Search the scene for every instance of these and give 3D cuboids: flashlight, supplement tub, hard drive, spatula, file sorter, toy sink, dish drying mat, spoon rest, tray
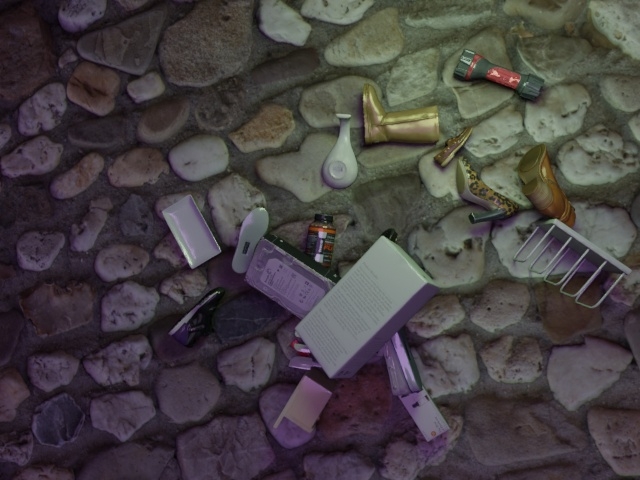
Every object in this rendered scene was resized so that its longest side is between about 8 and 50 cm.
[{"bbox_3d":[0.634,-0.585,1.629,0.304,0.103,0.103,25,92,9],"label":"flashlight"},{"bbox_3d":[0.000,0.000,1.717,0.106,0.106,0.197,8,91,9],"label":"supplement tub"},{"bbox_3d":[-0.106,0.148,1.699,0.339,0.064,0.236,34,124,8],"label":"hard drive"},{"bbox_3d":[0.013,0.410,1.716,0.242,0.019,0.168,6,55,9],"label":"spatula"},{"bbox_3d":[0.831,0.079,1.542,0.278,0.193,0.173,36,97,8],"label":"file sorter"},{"bbox_3d":[-0.052,0.608,1.690,0.131,0.153,0.234,32,93,8],"label":"toy sink"},{"bbox_3d":[-0.078,0.423,1.770,0.032,0.008,0.083,-45,82,5],"label":"dish drying mat"},{"bbox_3d":[0.081,-0.336,1.735,0.137,0.084,0.276,8,103,10],"label":"spoon rest"},{"bbox_3d":[-0.516,-0.036,1.837,0.145,0.030,0.270,-30,85,8],"label":"tray"}]

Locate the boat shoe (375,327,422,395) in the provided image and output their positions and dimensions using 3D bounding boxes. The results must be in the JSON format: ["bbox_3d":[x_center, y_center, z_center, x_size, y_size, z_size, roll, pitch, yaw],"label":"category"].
[{"bbox_3d":[0.234,0.381,1.657,0.157,0.136,0.367,-23,77,18],"label":"boat shoe"}]

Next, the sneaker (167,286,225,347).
[{"bbox_3d":[-0.458,0.305,1.800,0.283,0.107,0.124,-43,98,10],"label":"sneaker"}]

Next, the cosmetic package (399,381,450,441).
[{"bbox_3d":[0.363,0.600,1.670,0.099,0.060,0.239,-34,84,8],"label":"cosmetic package"}]

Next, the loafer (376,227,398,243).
[{"bbox_3d":[0.245,0.063,1.701,0.078,0.080,0.220,18,91,-24],"label":"loafer"}]

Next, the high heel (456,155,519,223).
[{"bbox_3d":[0.601,-0.193,1.652,0.186,0.093,0.261,-10,78,-9],"label":"high heel"}]

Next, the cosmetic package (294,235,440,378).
[{"bbox_3d":[0.154,0.234,1.557,0.453,0.161,0.230,-47,58,12],"label":"cosmetic package"}]

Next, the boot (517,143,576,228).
[{"bbox_3d":[0.801,-0.189,1.585,0.220,0.283,0.109,35,135,-18],"label":"boot"}]

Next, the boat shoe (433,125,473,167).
[{"bbox_3d":[0.485,-0.350,1.668,0.060,0.064,0.178,40,97,6],"label":"boat shoe"}]

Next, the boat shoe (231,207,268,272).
[{"bbox_3d":[-0.274,-0.004,1.770,0.096,0.088,0.267,15,98,-14],"label":"boat shoe"}]

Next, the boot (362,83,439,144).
[{"bbox_3d":[0.296,-0.472,1.693,0.270,0.089,0.236,-3,101,10],"label":"boot"}]
